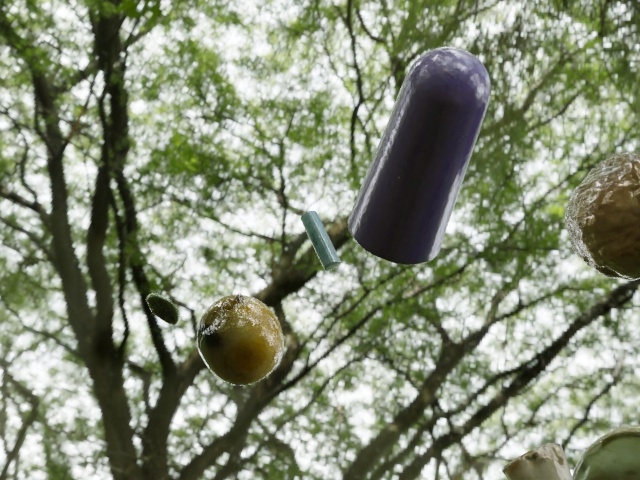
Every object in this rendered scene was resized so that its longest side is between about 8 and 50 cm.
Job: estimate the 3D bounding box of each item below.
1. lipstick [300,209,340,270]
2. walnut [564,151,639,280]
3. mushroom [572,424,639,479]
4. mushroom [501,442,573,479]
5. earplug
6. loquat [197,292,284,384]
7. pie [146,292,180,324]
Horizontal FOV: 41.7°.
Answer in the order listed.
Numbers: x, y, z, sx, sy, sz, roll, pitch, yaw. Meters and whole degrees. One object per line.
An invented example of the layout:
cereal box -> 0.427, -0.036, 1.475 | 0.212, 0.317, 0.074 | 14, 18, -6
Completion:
lipstick -> 0.000, 0.000, 2.137 | 0.048, 0.158, 0.048 | -22, -23, -10
walnut -> 0.711, -0.050, 1.875 | 0.305, 0.306, 0.344 | 11, 4, 7
mushroom -> 0.625, 0.496, 1.638 | 0.211, 0.292, 0.217 | 0, -5, 43
mushroom -> 0.279, 0.337, 0.978 | 0.204, 0.204, 0.204 | 11, -36, 8
earplug -> 0.215, -0.183, 1.730 | 0.215, 0.215, 0.456 | 17, -54, -1
loquat -> -0.131, 0.164, 1.381 | 0.163, 0.137, 0.163 | 20, -53, 28
pie -> -0.329, 0.141, 1.754 | 0.085, 0.017, 0.085 | 20, -43, 20
